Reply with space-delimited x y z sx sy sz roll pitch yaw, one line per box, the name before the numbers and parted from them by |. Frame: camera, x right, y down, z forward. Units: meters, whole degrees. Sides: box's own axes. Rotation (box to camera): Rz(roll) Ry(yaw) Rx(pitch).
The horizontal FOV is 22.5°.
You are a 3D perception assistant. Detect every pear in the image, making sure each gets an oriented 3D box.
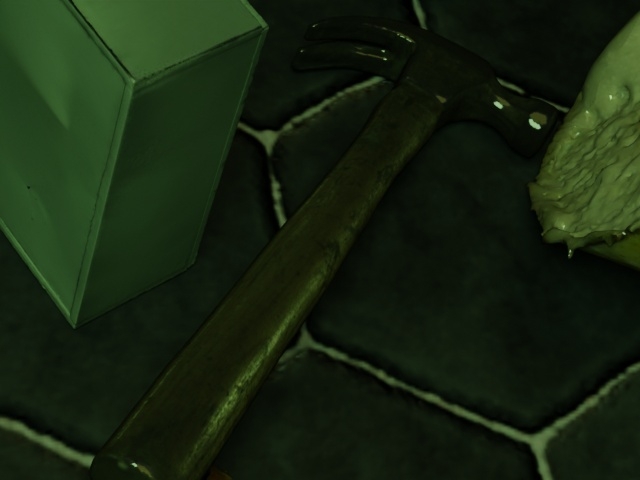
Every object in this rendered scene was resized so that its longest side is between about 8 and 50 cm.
pear | 0.268 -0.050 0.994 0.178 0.267 0.267 43 50 -23

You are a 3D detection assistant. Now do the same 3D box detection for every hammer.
hammer | 0.000 0.000 0.902 0.168 0.044 0.440 28 41 6

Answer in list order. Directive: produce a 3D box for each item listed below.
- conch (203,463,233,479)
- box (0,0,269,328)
conch | -0.088 0.174 0.785 0.080 0.086 0.232 17 52 -4
box | -0.119 -0.074 0.858 0.086 0.225 0.129 -28 69 -30
